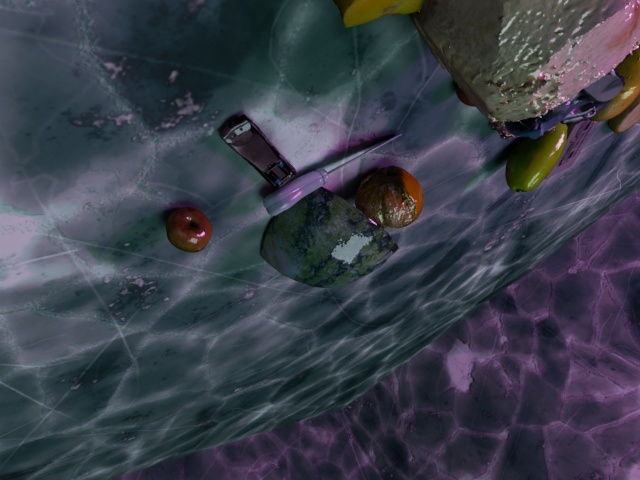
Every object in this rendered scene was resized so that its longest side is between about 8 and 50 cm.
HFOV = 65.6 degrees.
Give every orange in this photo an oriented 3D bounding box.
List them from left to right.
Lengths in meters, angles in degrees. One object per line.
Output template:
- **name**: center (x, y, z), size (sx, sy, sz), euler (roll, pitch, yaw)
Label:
- **orange**: center (0.153, -0.096, 1.119), size (0.156, 0.156, 0.134), euler (-21, 112, -22)

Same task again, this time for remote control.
- **remote control**: center (-0.102, -0.149, 0.866), size (0.059, 0.028, 0.212), euler (-33, 155, 9)

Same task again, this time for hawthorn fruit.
- **hawthorn fruit**: center (0.320, -0.294, 0.999), size (0.066, 0.103, 0.067), euler (-34, 161, -14)

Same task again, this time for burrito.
- **burrito**: center (0.522, -0.295, 1.268), size (0.229, 0.063, 0.058), euler (-13, 176, -37)

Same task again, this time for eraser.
- **eraser**: center (0.725, -0.297, 1.470), size (0.111, 0.077, 0.352), euler (-28, 154, -10)

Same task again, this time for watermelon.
- **watermelon**: center (0.000, 0.000, 1.112), size (0.260, 0.256, 0.176), euler (-39, -161, -3)

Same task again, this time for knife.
- **knife**: center (0.034, -0.145, 0.994), size (0.331, 0.044, 0.080), euler (-30, -176, -10)

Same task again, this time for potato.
- **potato**: center (0.691, -0.415, 1.133), size (0.140, 0.173, 0.300), euler (9, 147, 6)

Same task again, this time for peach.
- **peach**: center (0.077, -0.339, 0.623), size (0.151, 0.151, 0.118), euler (-24, 131, -16)

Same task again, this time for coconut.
- **coconut**: center (0.320, -0.342, 0.714), size (0.309, 0.298, 0.297), euler (-38, 154, 19)

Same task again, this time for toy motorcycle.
- **toy motorcycle**: center (0.475, -0.342, 1.022), size (0.232, 0.172, 0.416), euler (-26, 148, 20)

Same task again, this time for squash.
- **squash**: center (1.047, -0.439, 1.620), size (0.219, 0.041, 0.219), euler (-26, 154, -14)

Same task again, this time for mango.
- **mango**: center (0.600, -0.242, 1.386), size (0.111, 0.125, 0.233), euler (11, 108, -51)

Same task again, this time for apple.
- **apple**: center (-0.237, -0.017, 0.890), size (0.083, 0.084, 0.071), euler (-11, 164, -37)
